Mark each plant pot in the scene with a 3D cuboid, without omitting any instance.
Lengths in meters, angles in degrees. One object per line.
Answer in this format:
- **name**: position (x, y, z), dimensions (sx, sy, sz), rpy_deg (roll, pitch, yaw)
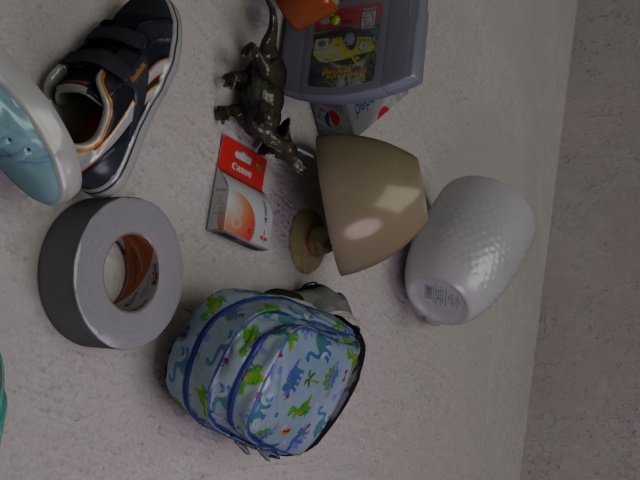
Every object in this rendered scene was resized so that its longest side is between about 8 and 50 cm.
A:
- **plant pot**: position (0.110, -0.084, 1.622), dimensions (0.284, 0.191, 0.284), rpy_deg (-10, 90, -84)

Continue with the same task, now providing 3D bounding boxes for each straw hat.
- **straw hat**: position (0.000, 0.000, 1.670), dimensions (0.144, 0.061, 0.145), rpy_deg (-1, 92, -59)

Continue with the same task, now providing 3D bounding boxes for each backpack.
- **backpack**: position (-0.089, 0.219, 1.367), dimensions (0.355, 0.273, 0.290), rpy_deg (35, 85, -39)

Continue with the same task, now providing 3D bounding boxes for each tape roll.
- **tape roll**: position (-0.295, 0.046, 1.177), dimensions (0.219, 0.072, 0.219), rpy_deg (-2, 92, -58)

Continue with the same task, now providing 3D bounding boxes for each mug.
- **mug**: position (0.353, 0.072, 2.092), dimensions (0.328, 0.276, 0.374), rpy_deg (-53, 164, -37)

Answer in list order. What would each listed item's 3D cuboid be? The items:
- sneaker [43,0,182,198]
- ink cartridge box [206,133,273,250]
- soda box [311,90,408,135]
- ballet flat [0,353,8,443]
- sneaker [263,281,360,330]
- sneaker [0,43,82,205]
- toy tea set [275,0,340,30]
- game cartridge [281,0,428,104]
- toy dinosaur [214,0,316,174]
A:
- **sneaker**: position (-0.290, -0.228, 1.136), dimensions (0.127, 0.126, 0.321), rpy_deg (42, 56, -57)
- **ink cartridge box**: position (-0.133, -0.084, 1.472), dimensions (0.145, 0.045, 0.179), rpy_deg (27, 70, -56)
- **soda box**: position (0.091, -0.316, 1.791), dimensions (0.286, 0.091, 0.098), rpy_deg (-45, 127, -49)
- **ballet flat**: position (-0.420, 0.244, 0.983), dimensions (0.087, 0.083, 0.247), rpy_deg (59, 36, -77)
- **sneaker**: position (-0.030, 0.131, 1.609), dimensions (0.271, 0.100, 0.108), rpy_deg (22, 44, -52)
- **sneaker**: position (-0.426, -0.163, 0.928), dimensions (0.150, 0.135, 0.366), rpy_deg (-53, 124, -34)
- **toy tea set**: position (-0.073, -0.519, 1.429), dimensions (0.336, 0.124, 0.200), rpy_deg (41, 22, -49)
- **game cartridge**: position (0.055, -0.355, 1.538), dimensions (0.060, 0.294, 0.196), rpy_deg (18, 75, -60)
- **toy dinosaur**: position (-0.108, -0.271, 1.476), dimensions (0.160, 0.121, 0.314), rpy_deg (-11, 94, -70)
